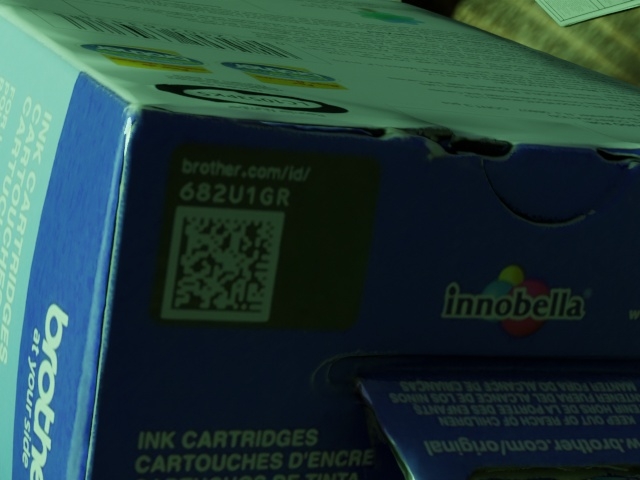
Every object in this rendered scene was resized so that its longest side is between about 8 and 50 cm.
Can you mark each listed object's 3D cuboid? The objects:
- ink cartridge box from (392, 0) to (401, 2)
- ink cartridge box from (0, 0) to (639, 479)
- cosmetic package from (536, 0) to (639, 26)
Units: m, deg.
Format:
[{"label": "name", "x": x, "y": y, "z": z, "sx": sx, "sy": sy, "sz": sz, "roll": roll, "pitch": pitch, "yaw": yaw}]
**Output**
[{"label": "ink cartridge box", "x": -0.103, "y": -0.203, "z": 1.135, "sx": 0.384, "sy": 0.160, "sz": 0.279, "roll": 3, "pitch": 79, "yaw": 59}, {"label": "ink cartridge box", "x": 0.000, "y": 0.000, "z": 0.587, "sx": 0.395, "sy": 0.270, "sz": 0.151, "roll": 32, "pitch": 116, "yaw": 60}, {"label": "cosmetic package", "x": 0.199, "y": -0.235, "z": 0.905, "sx": 0.099, "sy": 0.060, "sz": 0.239, "roll": -6, "pitch": 48, "yaw": 55}]
